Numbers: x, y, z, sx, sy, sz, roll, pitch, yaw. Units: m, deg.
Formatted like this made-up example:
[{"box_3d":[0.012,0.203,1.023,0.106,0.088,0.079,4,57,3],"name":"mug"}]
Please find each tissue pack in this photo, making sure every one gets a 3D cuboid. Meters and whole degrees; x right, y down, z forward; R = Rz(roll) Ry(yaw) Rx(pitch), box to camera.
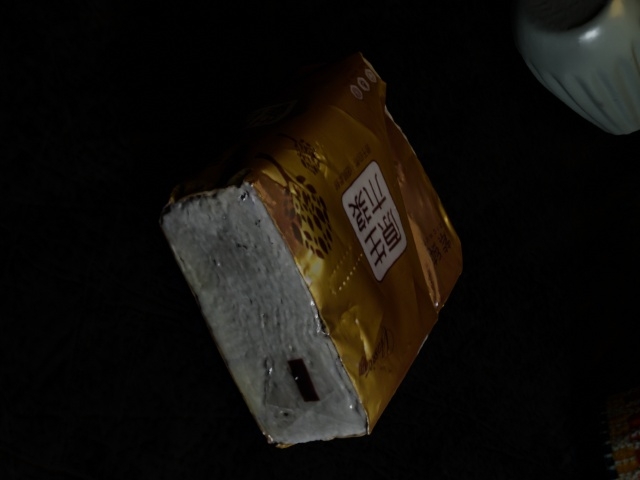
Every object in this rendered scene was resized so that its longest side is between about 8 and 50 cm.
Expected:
[{"box_3d":[0.000,0.000,1.170,0.183,0.092,0.226,66,30,-17],"name":"tissue pack"}]

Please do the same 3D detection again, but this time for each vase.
[{"box_3d":[0.264,-0.179,1.745,0.248,0.128,0.128,45,37,-59],"name":"vase"}]

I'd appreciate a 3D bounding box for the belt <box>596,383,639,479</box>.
[{"box_3d":[0.341,0.241,1.637,0.207,0.150,0.257,-69,137,-64],"name":"belt"}]
